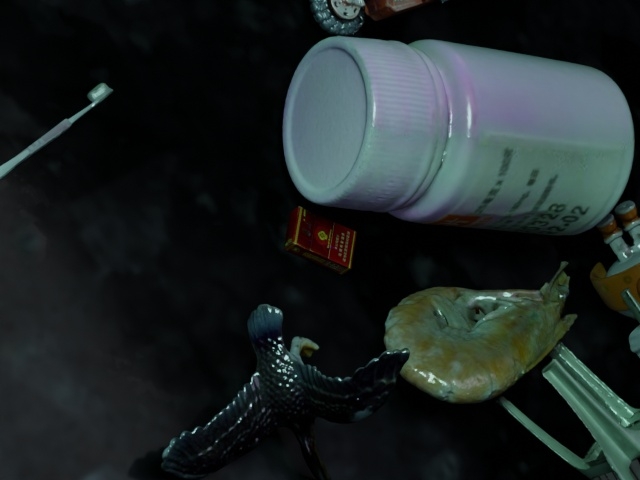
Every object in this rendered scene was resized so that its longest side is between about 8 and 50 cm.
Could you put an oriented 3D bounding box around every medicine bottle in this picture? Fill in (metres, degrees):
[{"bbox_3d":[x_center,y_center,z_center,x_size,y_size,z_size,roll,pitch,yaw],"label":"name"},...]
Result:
[{"bbox_3d":[0.166,-0.123,1.903,0.388,0.219,0.219,4,67,-34],"label":"medicine bottle"}]

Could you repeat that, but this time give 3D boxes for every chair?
[{"bbox_3d":[0.360,0.238,1.913,0.203,0.190,0.275,-34,83,-39],"label":"chair"}]

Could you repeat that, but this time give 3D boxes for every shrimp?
[{"bbox_3d":[0.196,0.094,1.910,0.168,0.077,0.317,39,42,19],"label":"shrimp"}]

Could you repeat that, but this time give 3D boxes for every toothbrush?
[{"bbox_3d":[-0.287,-0.117,1.720,0.017,0.014,0.194,46,51,-4],"label":"toothbrush"}]

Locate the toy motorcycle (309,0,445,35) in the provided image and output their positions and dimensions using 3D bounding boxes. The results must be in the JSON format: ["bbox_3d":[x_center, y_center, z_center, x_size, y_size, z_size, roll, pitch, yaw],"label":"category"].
[{"bbox_3d":[0.086,-0.361,2.041,0.298,0.089,0.171,-24,89,-39],"label":"toy motorcycle"}]

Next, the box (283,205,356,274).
[{"bbox_3d":[0.000,0.000,1.859,0.082,0.023,0.051,25,56,-24],"label":"box"}]

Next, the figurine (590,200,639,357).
[{"bbox_3d":[0.442,0.074,2.074,0.271,0.143,0.143,56,47,-26],"label":"figurine"}]

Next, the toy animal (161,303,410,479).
[{"bbox_3d":[-0.018,0.170,1.708,0.197,0.272,0.160,57,17,-49],"label":"toy animal"}]
